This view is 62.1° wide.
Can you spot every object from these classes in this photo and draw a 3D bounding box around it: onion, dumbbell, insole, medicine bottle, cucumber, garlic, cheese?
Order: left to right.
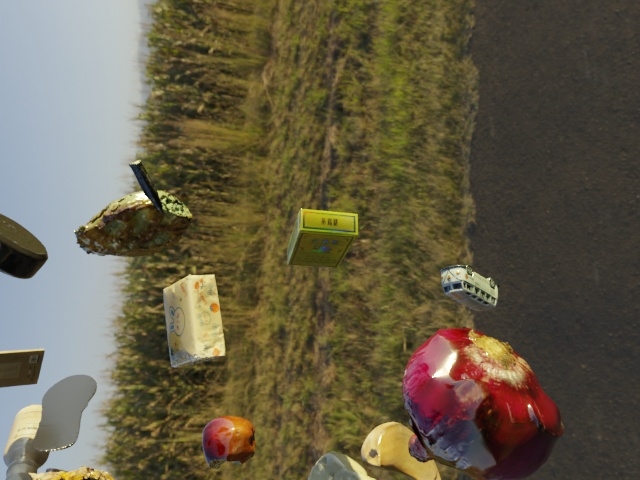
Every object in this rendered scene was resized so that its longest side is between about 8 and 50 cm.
[{"bbox_3d":[-0.856,0.100,1.301,0.322,0.204,0.204,-50,17,-4],"label":"dumbbell"},{"bbox_3d":[-0.809,0.575,1.469,0.252,0.114,0.114,-127,44,-62],"label":"medicine bottle"},{"bbox_3d":[-0.540,0.356,1.129,0.322,0.109,0.007,-146,56,-68],"label":"insole"},{"bbox_3d":[-0.464,-0.139,1.437,0.043,0.039,0.163,-102,-9,-71],"label":"cucumber"},{"bbox_3d":[0.056,0.644,1.357,0.159,0.093,0.263,-54,22,-15],"label":"cheese"},{"bbox_3d":[0.263,0.707,1.665,0.151,0.338,0.196,-44,19,19],"label":"garlic"},{"bbox_3d":[0.355,0.458,1.351,0.420,0.399,0.398,-55,28,24],"label":"onion"}]

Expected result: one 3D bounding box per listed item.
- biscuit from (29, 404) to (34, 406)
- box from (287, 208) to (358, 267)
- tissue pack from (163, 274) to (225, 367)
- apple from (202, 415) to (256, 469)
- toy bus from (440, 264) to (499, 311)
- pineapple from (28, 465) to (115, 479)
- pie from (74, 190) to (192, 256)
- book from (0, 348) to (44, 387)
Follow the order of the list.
[{"bbox_3d":[-0.903,0.579,1.742,0.018,0.147,0.071,-45,-42,-50],"label":"biscuit"},{"bbox_3d":[0.000,0.001,1.315,0.220,0.141,0.064,115,158,-66],"label":"box"},{"bbox_3d":[-0.301,0.192,1.258,0.148,0.092,0.196,-27,70,46],"label":"tissue pack"},{"bbox_3d":[-0.281,0.615,1.643,0.156,0.158,0.146,73,177,-86],"label":"apple"},{"bbox_3d":[0.409,0.133,1.461,0.087,0.194,0.089,-21,53,43],"label":"toy bus"},{"bbox_3d":[-0.477,0.580,0.921,0.300,0.352,0.352,-45,33,21],"label":"pineapple"},{"bbox_3d":[-0.557,-0.038,1.601,0.355,0.288,0.102,21,-139,-64],"label":"pie"},{"bbox_3d":[-0.925,0.377,1.551,0.016,0.199,0.138,44,119,42],"label":"book"}]
